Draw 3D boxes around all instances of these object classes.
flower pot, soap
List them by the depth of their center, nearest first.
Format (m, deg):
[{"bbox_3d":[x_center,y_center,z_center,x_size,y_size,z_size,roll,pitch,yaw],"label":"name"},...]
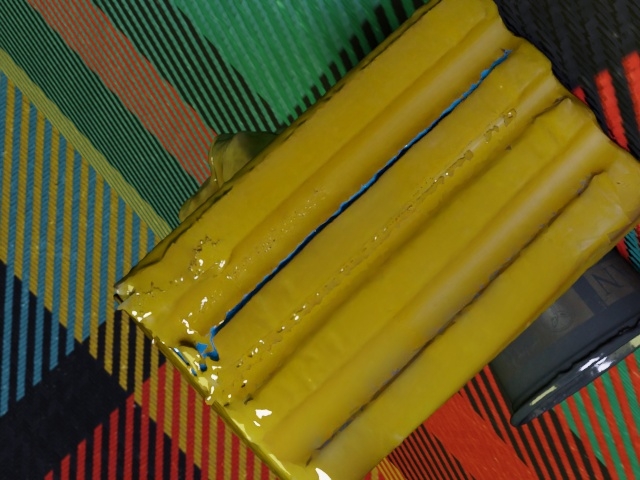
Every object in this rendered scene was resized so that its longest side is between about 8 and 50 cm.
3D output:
[{"bbox_3d":[0.042,0.004,0.863,0.204,0.324,0.096,48,167,0],"label":"soap"},{"bbox_3d":[0.182,0.055,0.987,0.107,0.157,0.157,56,168,13],"label":"flower pot"}]

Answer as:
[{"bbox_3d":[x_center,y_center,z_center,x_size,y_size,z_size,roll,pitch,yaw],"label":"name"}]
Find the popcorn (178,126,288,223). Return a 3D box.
[{"bbox_3d":[0.000,0.000,1.074,0.332,0.265,0.225,35,-139,-63],"label":"popcorn"}]
